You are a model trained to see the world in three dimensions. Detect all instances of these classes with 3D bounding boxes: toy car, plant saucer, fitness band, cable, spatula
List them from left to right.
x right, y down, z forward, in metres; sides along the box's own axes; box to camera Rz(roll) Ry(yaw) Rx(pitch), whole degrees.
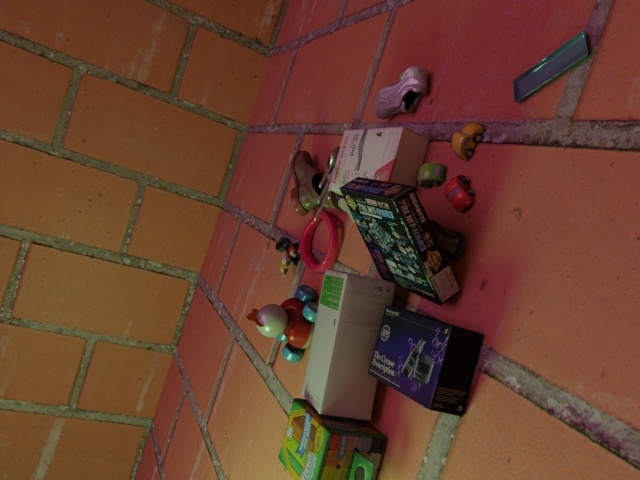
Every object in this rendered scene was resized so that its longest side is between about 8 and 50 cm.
[{"bbox_3d":[-0.145,0.269,1.864,0.219,0.237,0.210,-63,27,20],"label":"toy car"},{"bbox_3d":[-0.137,0.030,2.193,0.140,0.072,0.287,-59,28,15],"label":"cable"},{"bbox_3d":[0.000,0.000,1.960,0.209,0.054,0.291,-69,24,14],"label":"fitness band"},{"bbox_3d":[0.020,-0.182,1.711,0.242,0.019,0.168,-63,-14,-52],"label":"spatula"},{"bbox_3d":[0.320,-0.183,1.408,0.225,0.053,0.239,-10,65,62],"label":"toy car"},{"bbox_3d":[0.507,-0.379,1.190,0.192,0.018,0.067,-34,45,55],"label":"plant saucer"}]

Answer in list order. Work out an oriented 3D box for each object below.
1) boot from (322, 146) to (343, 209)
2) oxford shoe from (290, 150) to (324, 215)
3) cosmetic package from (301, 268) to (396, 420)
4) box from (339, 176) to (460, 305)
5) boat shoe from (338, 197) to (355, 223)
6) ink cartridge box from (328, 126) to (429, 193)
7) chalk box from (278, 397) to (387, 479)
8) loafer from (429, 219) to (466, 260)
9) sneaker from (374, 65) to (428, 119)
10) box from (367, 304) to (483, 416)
[{"bbox_3d":[0.105,-0.228,1.879,0.206,0.090,0.249,-7,66,50],"label":"boot"},{"bbox_3d":[-0.038,-0.248,2.155,0.130,0.123,0.349,-26,46,23],"label":"oxford shoe"},{"bbox_3d":[0.074,0.275,1.467,0.197,0.155,0.366,177,105,-72],"label":"cosmetic package"},{"bbox_3d":[0.187,-0.008,1.333,0.073,0.294,0.295,-31,19,-15],"label":"box"},{"bbox_3d":[0.111,-0.095,1.769,0.125,0.038,0.046,44,122,26],"label":"boat shoe"},{"bbox_3d":[0.167,-0.225,1.627,0.283,0.117,0.208,13,87,55],"label":"ink cartridge box"},{"bbox_3d":[0.039,0.550,1.382,0.289,0.179,0.181,11,85,65],"label":"chalk box"},{"bbox_3d":[0.263,-0.014,1.383,0.267,0.084,0.096,18,90,65],"label":"loafer"},{"bbox_3d":[0.246,-0.437,1.683,0.232,0.090,0.115,-38,45,52],"label":"sneaker"},{"bbox_3d":[0.235,0.268,1.251,0.261,0.103,0.185,8,80,65],"label":"box"}]
